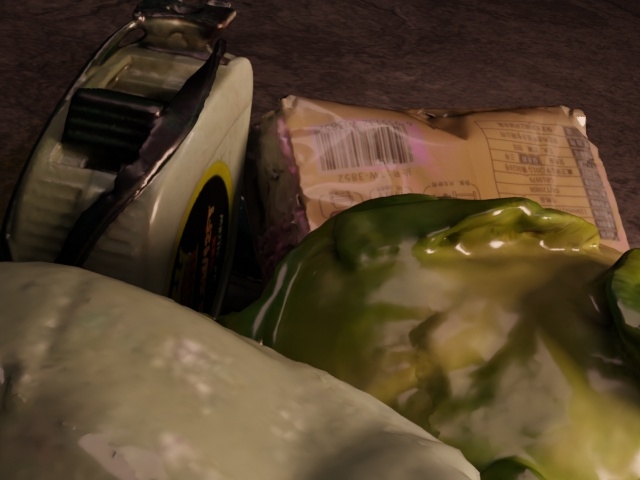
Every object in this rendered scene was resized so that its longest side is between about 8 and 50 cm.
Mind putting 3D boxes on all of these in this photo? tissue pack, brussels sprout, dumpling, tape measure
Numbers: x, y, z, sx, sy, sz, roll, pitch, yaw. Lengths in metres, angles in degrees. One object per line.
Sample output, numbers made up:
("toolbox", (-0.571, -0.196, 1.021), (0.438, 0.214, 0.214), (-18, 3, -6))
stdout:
("tissue pack", (0.086, 0.005, 0.856), (0.256, 0.123, 0.215), (-3, 69, -23))
("brussels sprout", (0.080, 0.092, 0.626), (0.259, 0.227, 0.294), (26, 37, 22))
("dumpling", (-0.104, 0.143, 0.433), (0.212, 0.320, 0.270), (14, 40, -31))
("tape measure", (-0.122, -0.017, 0.769), (0.115, 0.235, 0.207), (13, 24, 12))

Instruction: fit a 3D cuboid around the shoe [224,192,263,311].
("shoe", (0.000, 0.000, 0.944), (0.207, 0.106, 0.091), (9, 25, -16))
